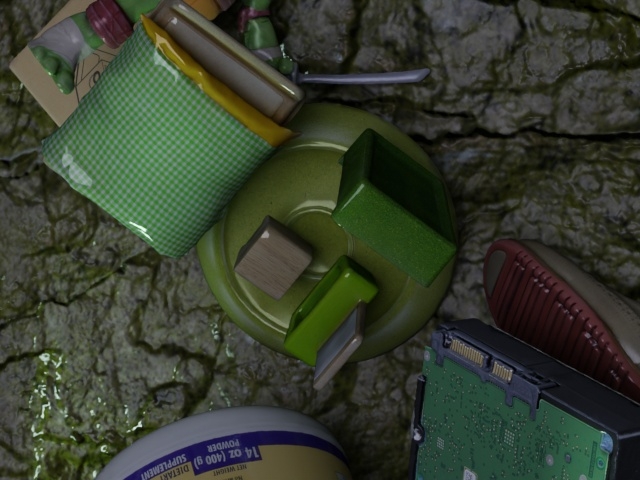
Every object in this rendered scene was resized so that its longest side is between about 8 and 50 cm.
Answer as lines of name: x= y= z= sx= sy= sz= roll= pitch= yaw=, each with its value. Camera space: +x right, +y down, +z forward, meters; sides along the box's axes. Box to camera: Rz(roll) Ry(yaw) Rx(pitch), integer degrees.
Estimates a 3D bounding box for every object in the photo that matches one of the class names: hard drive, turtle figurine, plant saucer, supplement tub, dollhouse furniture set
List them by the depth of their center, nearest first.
hard drive: x=0.157 y=0.257 z=1.434 sx=0.237 sy=0.064 sz=0.339 roll=27 pitch=119 yaw=51
dollhouse furniture set: x=-0.068 y=-0.034 z=1.475 sx=0.301 sy=0.151 sz=0.197 roll=36 pitch=109 yaw=-12
supplement tub: x=-0.051 y=0.331 z=1.492 sx=0.241 sy=0.241 sz=0.331 roll=-32 pitch=54 yaw=16
turtle figurine: x=-0.099 y=-0.188 z=1.569 sx=0.266 sy=0.198 sz=0.274 roll=-40 pitch=74 yaw=1
plant saucer: x=0.000 y=0.000 z=1.602 sx=0.241 sy=0.037 sz=0.241 roll=3 pitch=105 yaw=12

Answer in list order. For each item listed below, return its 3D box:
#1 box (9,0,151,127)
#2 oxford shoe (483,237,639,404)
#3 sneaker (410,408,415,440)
box: x=-0.178 y=-0.147 z=1.703 sx=0.164 sy=0.021 sz=0.201 roll=-43 pitch=78 yaw=14
oxford shoe: x=0.278 y=0.114 z=1.516 sx=0.348 sy=0.130 sz=0.123 roll=47 pitch=146 yaw=24
sneaker: x=0.204 y=0.240 z=1.528 sx=0.321 sy=0.127 sz=0.126 roll=51 pitch=137 yaw=36
